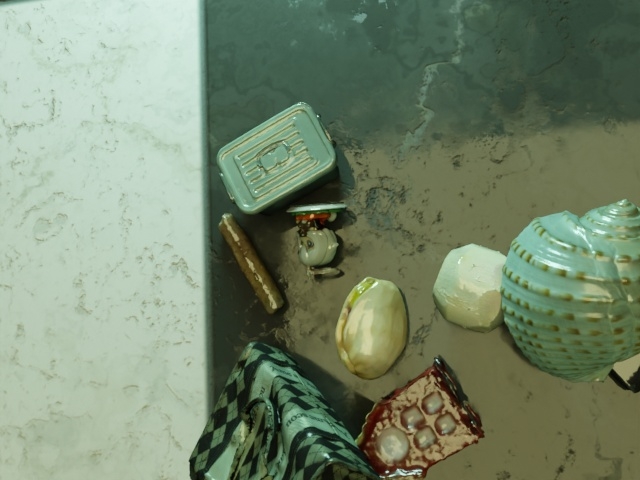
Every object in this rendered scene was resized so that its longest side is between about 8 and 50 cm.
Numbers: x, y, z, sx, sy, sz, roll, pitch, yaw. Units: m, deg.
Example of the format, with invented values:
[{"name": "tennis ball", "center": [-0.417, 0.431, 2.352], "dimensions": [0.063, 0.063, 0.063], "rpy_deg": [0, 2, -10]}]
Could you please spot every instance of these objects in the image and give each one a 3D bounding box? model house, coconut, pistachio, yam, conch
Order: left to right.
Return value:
[{"name": "yam", "center": [-0.151, 0.048, 1.487], "dimensions": [0.056, 0.057, 0.241], "rpy_deg": [-31, 79, 6]}, {"name": "pistachio", "center": [0.102, 0.176, 1.393], "dimensions": [0.145, 0.117, 0.201], "rpy_deg": [18, 76, -25]}, {"name": "model house", "center": [0.163, 0.357, 1.309], "dimensions": [0.254, 0.196, 0.160], "rpy_deg": [-38, 79, 5]}, {"name": "coconut", "center": [0.305, 0.097, 1.332], "dimensions": [0.162, 0.161, 0.161], "rpy_deg": [22, 87, 22]}, {"name": "conch", "center": [0.478, 0.093, 1.196], "dimensions": [0.302, 0.215, 0.319], "rpy_deg": [1, 86, -6]}]

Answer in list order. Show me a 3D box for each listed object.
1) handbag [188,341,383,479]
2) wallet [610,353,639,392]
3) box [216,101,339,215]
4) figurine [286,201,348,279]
[{"name": "handbag", "center": [-0.097, 0.416, 1.271], "dimensions": [0.180, 0.416, 0.317], "rpy_deg": [32, 96, -30]}, {"name": "wallet", "center": [0.662, 0.072, 1.316], "dimensions": [0.406, 0.062, 0.228], "rpy_deg": [-41, 77, 5]}, {"name": "box", "center": [-0.077, -0.156, 1.461], "dimensions": [0.243, 0.135, 0.163], "rpy_deg": [-31, 76, 7]}, {"name": "figurine", "center": [0.000, 0.000, 1.441], "dimensions": [0.132, 0.132, 0.154], "rpy_deg": [-4, 93, 11]}]
